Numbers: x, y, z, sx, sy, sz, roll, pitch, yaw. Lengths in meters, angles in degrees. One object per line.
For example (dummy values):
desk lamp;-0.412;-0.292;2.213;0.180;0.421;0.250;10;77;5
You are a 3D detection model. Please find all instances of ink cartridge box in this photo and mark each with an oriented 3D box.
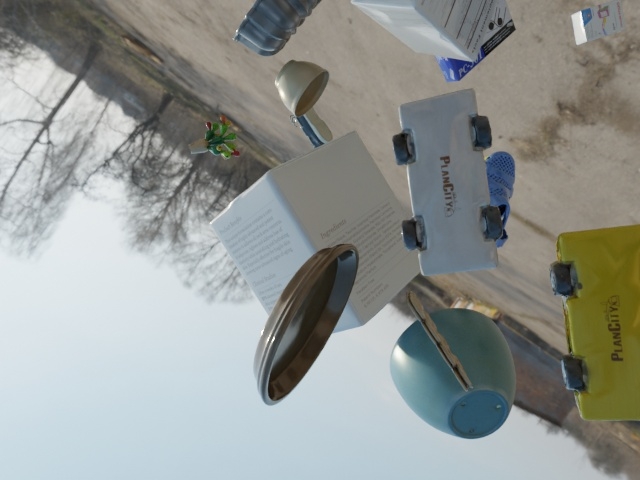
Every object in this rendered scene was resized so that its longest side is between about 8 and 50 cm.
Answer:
ink cartridge box;0.353;-0.466;1.087;0.097;0.207;0.046;53;167;-28
ink cartridge box;0.801;-0.630;1.363;0.052;0.122;0.089;-117;9;-79

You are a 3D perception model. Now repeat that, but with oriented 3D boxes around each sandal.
sandal;0.470;-0.092;1.279;0.126;0.317;0.138;15;175;-10

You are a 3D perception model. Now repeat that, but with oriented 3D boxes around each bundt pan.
bundt pan;-0.104;-0.671;1.382;0.124;0.331;0.331;41;180;-16

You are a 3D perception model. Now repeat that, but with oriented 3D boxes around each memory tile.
memory tile;0.168;0.139;0.682;0.148;0.012;0.113;57;-171;6

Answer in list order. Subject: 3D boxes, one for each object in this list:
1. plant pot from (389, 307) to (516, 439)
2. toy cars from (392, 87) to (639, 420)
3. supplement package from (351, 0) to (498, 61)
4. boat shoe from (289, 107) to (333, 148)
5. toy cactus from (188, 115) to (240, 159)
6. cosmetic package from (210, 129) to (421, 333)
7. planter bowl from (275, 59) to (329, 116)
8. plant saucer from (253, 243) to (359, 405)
plant pot;0.321;0.329;1.078;0.290;0.290;0.195;35;-165;-17
toy cars;0.216;0.009;0.503;0.393;0.176;0.087;43;-167;11
supplement package;0.145;-0.324;0.626;0.105;0.105;0.179;27;-167;37
boat shoe;-0.055;-0.431;1.646;0.254;0.079;0.095;53;-139;-6
toy cactus;-0.400;-0.371;1.765;0.112;0.180;0.219;90;157;-60
cosmetic package;0.000;0.000;1.212;0.329;0.327;0.394;-27;96;50
planter bowl;-0.065;-0.465;1.407;0.109;0.162;0.162;39;-178;6
plant saucer;-0.022;0.126;0.747;0.041;0.278;0.278;26;179;19
